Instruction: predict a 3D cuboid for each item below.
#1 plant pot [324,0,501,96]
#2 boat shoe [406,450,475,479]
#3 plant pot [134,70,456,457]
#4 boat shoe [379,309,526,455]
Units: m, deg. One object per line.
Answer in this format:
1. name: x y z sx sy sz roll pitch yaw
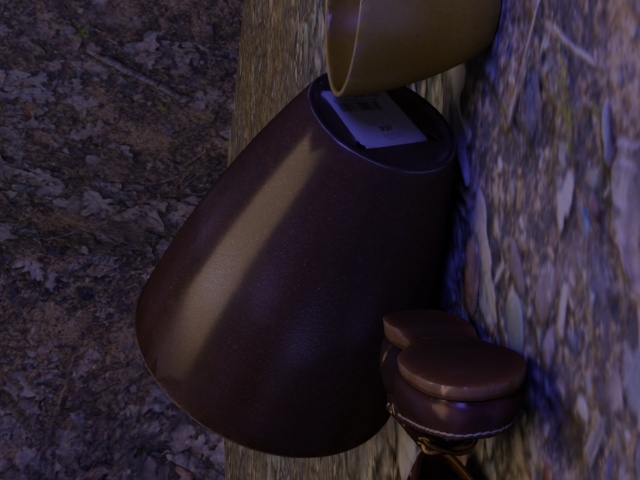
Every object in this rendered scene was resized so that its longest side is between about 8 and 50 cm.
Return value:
1. plant pot: 0.060 -0.156 0.749 0.134 0.095 0.134 -178 90 -82
2. boat shoe: 0.077 0.170 0.690 0.178 0.064 0.060 -128 38 -80
3. plant pot: 0.000 0.000 0.849 0.215 0.215 0.230 -98 26 -47
4. boat shoe: 0.076 0.091 0.703 0.207 0.073 0.073 -108 18 -85
